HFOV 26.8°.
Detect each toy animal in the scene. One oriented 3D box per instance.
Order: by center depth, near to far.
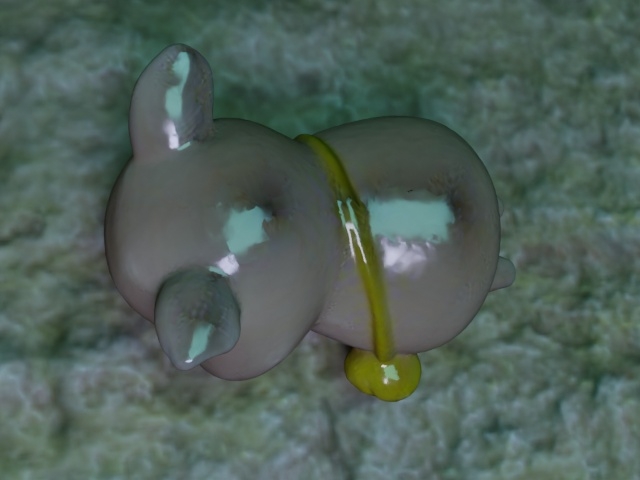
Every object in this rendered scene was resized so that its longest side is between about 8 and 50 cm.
[{"bbox_3d":[0.001,0.002,0.747,0.248,0.149,0.165,0,60,-33],"label":"toy animal"}]
